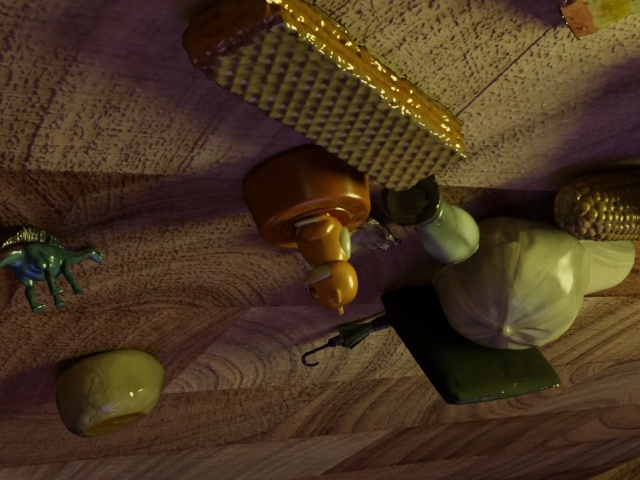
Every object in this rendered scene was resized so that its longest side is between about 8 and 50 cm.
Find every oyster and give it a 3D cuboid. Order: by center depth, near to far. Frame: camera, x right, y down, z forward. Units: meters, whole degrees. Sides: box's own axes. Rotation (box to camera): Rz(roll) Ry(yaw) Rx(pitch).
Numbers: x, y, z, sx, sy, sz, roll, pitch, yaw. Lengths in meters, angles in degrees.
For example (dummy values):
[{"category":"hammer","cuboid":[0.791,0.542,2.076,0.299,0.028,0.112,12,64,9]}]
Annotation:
[{"category":"oyster","cuboid":[0.036,0.000,1.307,0.146,0.045,0.121,-2,152,-45]}]

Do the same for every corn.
[{"category":"corn","cuboid":[0.407,-0.037,1.377,0.291,0.101,0.101,-1,154,-25]}]

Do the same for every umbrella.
[{"category":"umbrella","cuboid":[0.084,0.117,1.635,0.269,0.044,0.044,-28,117,15]}]

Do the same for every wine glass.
[{"category":"wine glass","cuboid":[0.126,-0.026,1.272,0.072,0.072,0.155,-22,156,17]}]

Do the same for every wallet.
[{"category":"wallet","cuboid":[0.193,0.136,1.493,0.168,0.245,0.052,-4,120,-19]}]

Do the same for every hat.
[{"category":"hat","cuboid":[0.280,0.056,1.451,0.275,0.161,0.232,-2,159,-36]}]

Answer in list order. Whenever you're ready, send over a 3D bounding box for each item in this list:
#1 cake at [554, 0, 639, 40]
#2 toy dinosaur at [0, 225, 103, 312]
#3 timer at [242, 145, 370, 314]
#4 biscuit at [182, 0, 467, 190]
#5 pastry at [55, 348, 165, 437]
[{"category":"cake","cuboid":[0.235,-0.226,0.910,0.109,0.090,0.225,-25,174,17]},{"category":"toy dinosaur","cuboid":[-0.281,0.026,1.131,0.045,0.080,0.197,-34,163,26]},{"category":"timer","cuboid":[0.000,0.000,1.144,0.132,0.152,0.132,-12,157,-5]},{"category":"biscuit","cuboid":[0.021,-0.123,0.997,0.094,0.054,0.378,-24,156,23]},{"category":"pastry","cuboid":[-0.285,0.209,1.545,0.156,0.092,0.156,-17,164,-5]}]
